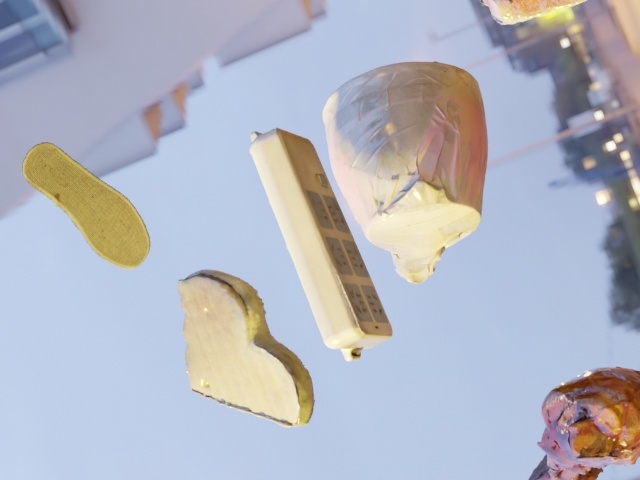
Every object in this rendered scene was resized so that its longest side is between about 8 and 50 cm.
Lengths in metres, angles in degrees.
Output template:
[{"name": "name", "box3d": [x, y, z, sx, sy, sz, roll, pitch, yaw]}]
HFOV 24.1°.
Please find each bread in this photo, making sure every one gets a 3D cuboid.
[{"name": "bread", "box3d": [-0.095, 0.143, 1.806, 0.064, 0.172, 0.232, -24, -109, -47]}]

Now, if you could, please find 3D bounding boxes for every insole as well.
[{"name": "insole", "box3d": [-0.291, -0.044, 1.898, 0.003, 0.080, 0.232, 27, 164, 51]}]

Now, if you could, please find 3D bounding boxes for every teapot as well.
[{"name": "teapot", "box3d": [0.079, -0.064, 1.533, 0.163, 0.221, 0.178, 6, -117, -27]}]

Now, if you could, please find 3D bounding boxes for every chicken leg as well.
[{"name": "chicken leg", "box3d": [0.245, 0.195, 1.429, 0.304, 0.113, 0.093, 103, 149, -66]}]

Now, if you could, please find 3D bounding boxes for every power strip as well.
[{"name": "power strip", "box3d": [0.000, 0.000, 1.154, 0.081, 0.035, 0.192, 10, -124, -67]}]

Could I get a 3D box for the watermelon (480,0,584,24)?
[{"name": "watermelon", "box3d": [0.243, -0.360, 1.762, 0.261, 0.213, 0.201, 55, -149, -44]}]
